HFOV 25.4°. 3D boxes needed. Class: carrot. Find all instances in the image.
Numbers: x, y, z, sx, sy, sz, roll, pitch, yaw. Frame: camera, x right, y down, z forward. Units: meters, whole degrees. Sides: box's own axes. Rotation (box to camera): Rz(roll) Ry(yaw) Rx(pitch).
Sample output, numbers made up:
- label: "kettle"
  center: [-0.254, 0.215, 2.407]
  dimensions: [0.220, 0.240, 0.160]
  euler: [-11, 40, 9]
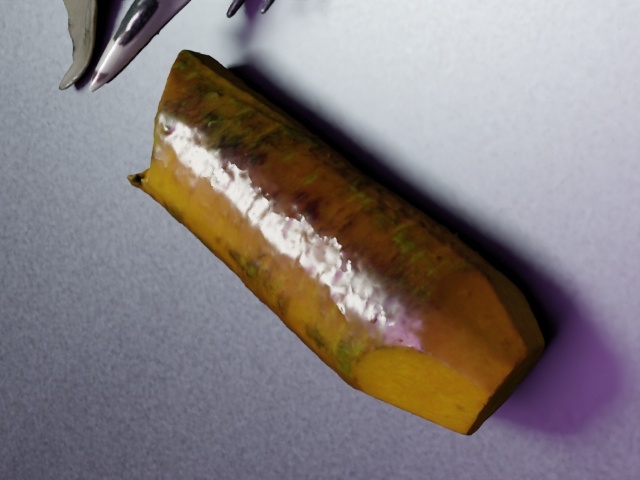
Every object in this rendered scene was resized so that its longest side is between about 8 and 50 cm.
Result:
- label: "carrot"
  center: [0.000, 0.000, 0.878]
  dimensions: [0.302, 0.114, 0.114]
  euler: [39, 118, 20]

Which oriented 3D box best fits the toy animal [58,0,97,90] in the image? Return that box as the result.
- label: "toy animal"
  center: [-0.195, -0.202, 0.946]
  dimensions: [0.155, 0.095, 0.219]
  euler: [22, 122, 63]

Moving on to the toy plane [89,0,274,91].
- label: "toy plane"
  center: [-0.071, -0.192, 0.896]
  dimensions: [0.160, 0.082, 0.234]
  euler: [37, 107, 10]
